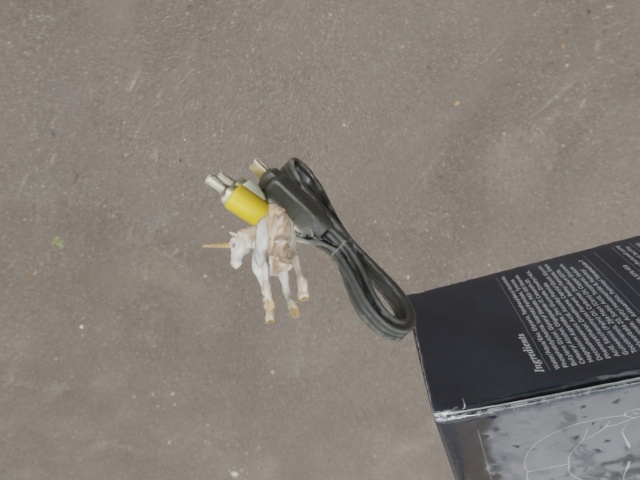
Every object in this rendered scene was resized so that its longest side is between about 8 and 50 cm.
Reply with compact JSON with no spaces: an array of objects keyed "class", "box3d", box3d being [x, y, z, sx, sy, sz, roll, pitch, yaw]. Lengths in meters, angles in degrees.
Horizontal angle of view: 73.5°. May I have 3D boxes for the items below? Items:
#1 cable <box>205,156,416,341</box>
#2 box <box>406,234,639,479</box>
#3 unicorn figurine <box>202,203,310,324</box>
[{"class":"cable","box3d":[0.000,0.000,0.519,0.287,0.139,0.072,46,122,2]},{"class":"box","box3d":[0.449,0.297,0.742,0.472,0.297,0.480,-17,117,10]},{"class":"unicorn figurine","box3d":[-0.050,0.018,0.396,0.060,0.111,0.162,-4,156,-32]}]
